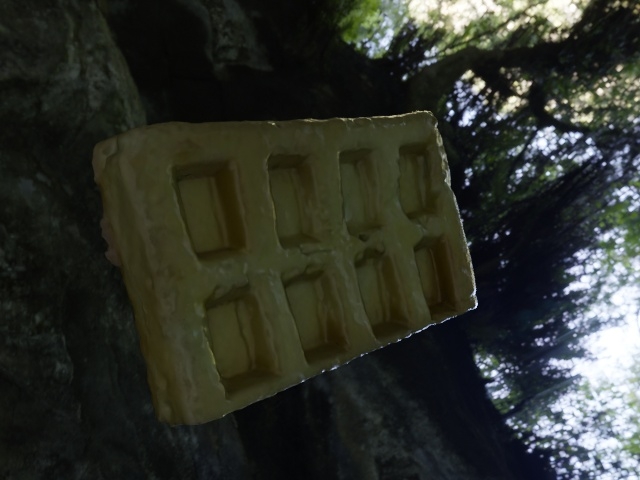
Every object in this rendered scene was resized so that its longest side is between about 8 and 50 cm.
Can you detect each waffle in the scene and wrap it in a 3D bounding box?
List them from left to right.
[{"bbox_3d":[0.000,0.000,0.399,0.274,0.057,0.168,-13,-87,-37],"label":"waffle"}]
